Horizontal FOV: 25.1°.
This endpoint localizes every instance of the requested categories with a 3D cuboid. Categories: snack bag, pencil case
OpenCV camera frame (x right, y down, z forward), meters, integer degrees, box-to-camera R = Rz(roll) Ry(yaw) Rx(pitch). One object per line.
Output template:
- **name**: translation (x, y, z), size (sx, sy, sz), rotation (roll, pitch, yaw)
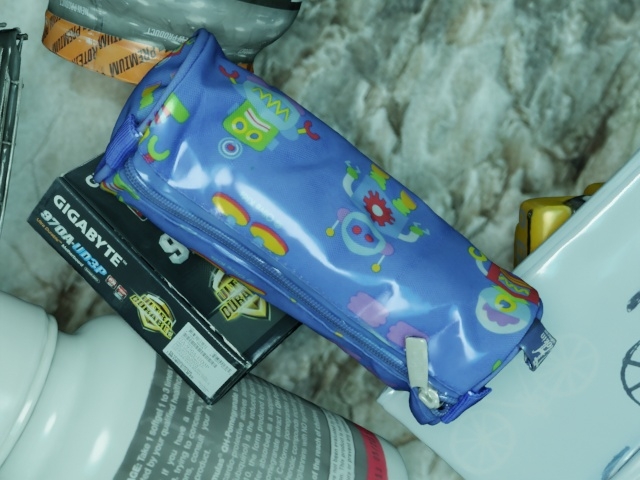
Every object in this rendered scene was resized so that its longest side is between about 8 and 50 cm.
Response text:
- **snack bag**: translation (0.265, 0.114, 1.007), size (0.342, 0.037, 0.323), rotation (44, 101, -6)
- **pencil case**: translation (0.000, 0.000, 0.921), size (0.306, 0.133, 0.119), rotation (38, 124, -6)

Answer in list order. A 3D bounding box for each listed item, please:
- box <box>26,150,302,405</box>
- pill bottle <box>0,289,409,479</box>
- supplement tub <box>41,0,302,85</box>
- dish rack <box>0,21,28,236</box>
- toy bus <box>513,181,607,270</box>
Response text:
- **box**: translation (-0.073, -0.004, 1.007), size (0.175, 0.220, 0.051), rotation (45, 124, 4)
- **pill bottle**: translation (-0.112, 0.158, 0.992), size (0.319, 0.176, 0.176), rotation (28, 88, -21)
- **supplement tub**: translation (-0.082, -0.267, 1.000), size (0.194, 0.193, 0.316), rotation (17, 102, -6)
- **dish rack**: translation (-0.280, -0.053, 0.974), size (0.074, 0.271, 0.208), rotation (7, 91, -34)
- **toy bus**: translation (0.309, 0.010, 1.086), size (0.333, 0.130, 0.108), rotation (-2, 102, -6)
